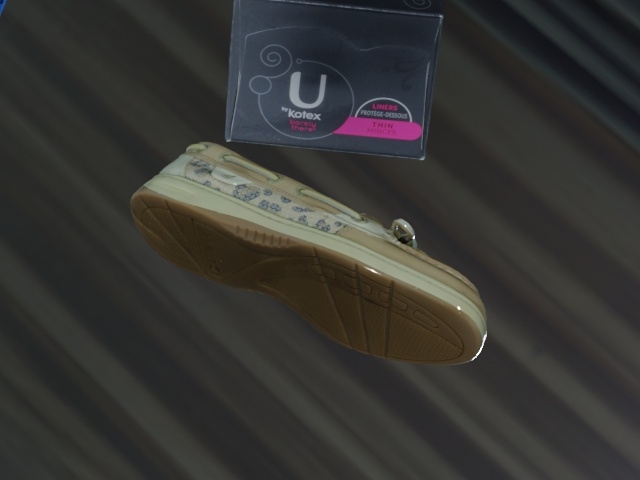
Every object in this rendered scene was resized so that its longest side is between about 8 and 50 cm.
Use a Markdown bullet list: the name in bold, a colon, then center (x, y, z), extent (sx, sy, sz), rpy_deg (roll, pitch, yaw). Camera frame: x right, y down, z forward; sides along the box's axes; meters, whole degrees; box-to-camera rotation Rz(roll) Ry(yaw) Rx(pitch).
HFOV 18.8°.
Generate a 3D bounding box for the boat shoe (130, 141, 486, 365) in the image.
- **boat shoe**: center (0.000, 0.000, 1.384), extent (0.089, 0.285, 0.104), rpy_deg (-52, 155, -33)

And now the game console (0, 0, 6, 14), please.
- **game console**: center (-0.375, -0.282, 1.746), extent (0.250, 0.173, 0.293), rpy_deg (-33, -144, 49)

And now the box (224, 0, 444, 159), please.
- **box**: center (0.013, -0.203, 1.588), extent (0.270, 0.165, 0.143), rpy_deg (-86, -178, -52)
